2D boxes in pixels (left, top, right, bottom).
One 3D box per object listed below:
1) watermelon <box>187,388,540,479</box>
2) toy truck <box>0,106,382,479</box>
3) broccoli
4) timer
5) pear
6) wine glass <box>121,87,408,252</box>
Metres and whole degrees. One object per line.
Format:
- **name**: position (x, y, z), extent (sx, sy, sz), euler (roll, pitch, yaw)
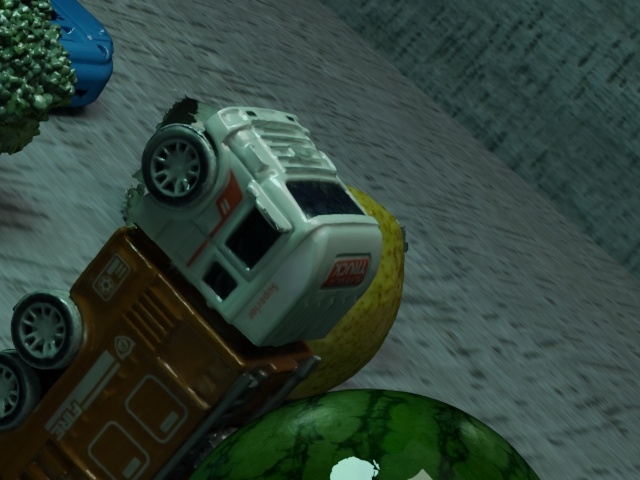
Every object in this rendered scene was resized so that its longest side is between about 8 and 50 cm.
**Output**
- **watermelon**: position (0.032, 0.276, 1.287), extent (0.363, 0.363, 0.363), euler (32, 17, -11)
- **toy truck**: position (-0.116, 0.082, 1.448), extent (0.207, 0.387, 0.173), euler (46, 20, 18)
- **broccoli**: position (-0.428, -0.201, 1.811), extent (0.277, 0.338, 0.317), euler (63, -7, -4)
- **timer**: position (-0.452, -0.312, 2.333), extent (0.340, 0.115, 0.309), euler (42, 21, 21)
- **pear**: position (-0.029, 0.043, 1.942), extent (0.271, 0.271, 0.271), euler (32, 17, -11)
- **wine glass**: position (-0.076, -0.033, 2.163), extent (0.357, 0.190, 0.190), euler (28, 18, -22)
